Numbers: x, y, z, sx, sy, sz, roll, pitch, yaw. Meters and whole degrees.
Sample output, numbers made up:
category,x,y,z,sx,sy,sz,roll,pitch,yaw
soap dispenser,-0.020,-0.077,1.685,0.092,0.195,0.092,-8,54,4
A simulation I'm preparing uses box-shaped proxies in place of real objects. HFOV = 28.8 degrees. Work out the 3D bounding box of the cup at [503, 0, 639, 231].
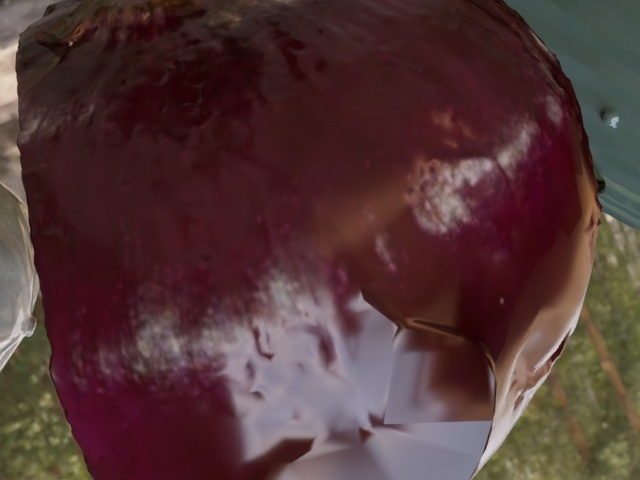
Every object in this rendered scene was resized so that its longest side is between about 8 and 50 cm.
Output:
category,x,y,z,sx,sy,sz,roll,pitch,yaw
cup,0.165,-0.183,0.741,0.401,0.392,0.310,12,113,-55

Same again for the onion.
category,x,y,z,sx,sy,sz,roll,pitch,yaw
onion,0.005,-0.002,0.457,0.207,0.216,0.206,-21,-155,-1

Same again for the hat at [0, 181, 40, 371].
category,x,y,z,sx,sy,sz,roll,pitch,yaw
hat,-0.316,0.022,0.979,0.275,0.161,0.232,30,-88,53
